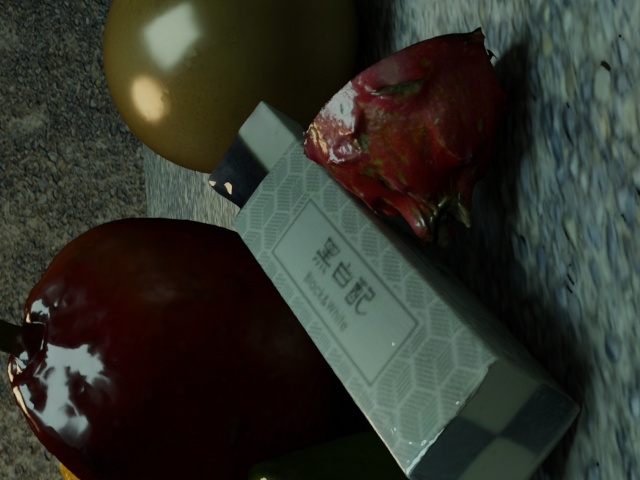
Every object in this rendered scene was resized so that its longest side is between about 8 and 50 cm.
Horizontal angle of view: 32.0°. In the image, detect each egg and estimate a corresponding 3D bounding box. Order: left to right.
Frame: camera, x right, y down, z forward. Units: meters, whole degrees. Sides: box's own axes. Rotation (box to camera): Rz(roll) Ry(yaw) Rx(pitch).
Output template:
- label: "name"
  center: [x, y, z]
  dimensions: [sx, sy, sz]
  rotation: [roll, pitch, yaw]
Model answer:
- label: "egg"
  center: [-0.087, -0.194, 1.120]
  dimensions: [0.322, 0.250, 0.250]
  rotation: [167, 101, -67]

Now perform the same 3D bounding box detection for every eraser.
- label: "eraser"
  center: [0.032, 0.027, 0.828]
  dimensions: [0.096, 0.098, 0.404]
  rotation: [-52, 36, 11]

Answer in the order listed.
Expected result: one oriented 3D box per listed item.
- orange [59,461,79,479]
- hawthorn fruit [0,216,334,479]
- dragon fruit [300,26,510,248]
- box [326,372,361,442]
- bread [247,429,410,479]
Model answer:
- label: "orange"
  center: [-0.244, 0.289, 1.686]
  dimensions: [0.340, 0.293, 0.341]
  rotation: [-179, 90, -75]
- label: "hawthorn fruit"
  center: [-0.138, 0.104, 0.961]
  dimensions: [0.265, 0.307, 0.265]
  rotation: [-38, 41, 42]
- label: "dragon fruit"
  center: [0.080, -0.060, 0.768]
  dimensions: [0.111, 0.153, 0.153]
  rotation: [58, 156, 15]
- label: "box"
  center: [-0.035, 0.224, 1.193]
  dimensions: [0.350, 0.058, 0.211]
  rotation: [129, 161, -70]
- label: "bread"
  center: [0.049, 0.325, 0.793]
  dimensions: [0.382, 0.129, 0.366]
  rotation: [6, 105, 63]
